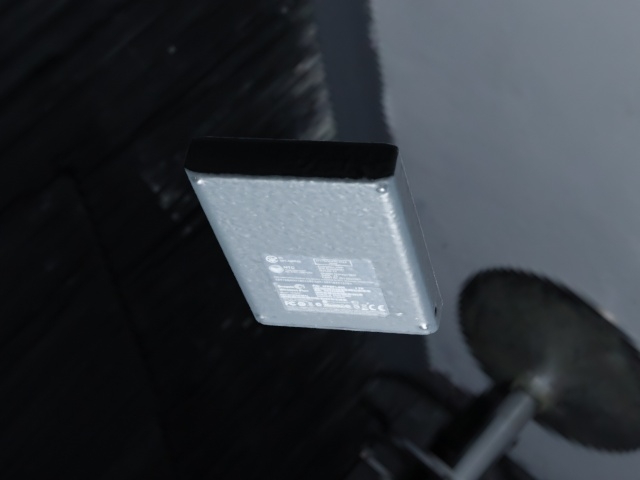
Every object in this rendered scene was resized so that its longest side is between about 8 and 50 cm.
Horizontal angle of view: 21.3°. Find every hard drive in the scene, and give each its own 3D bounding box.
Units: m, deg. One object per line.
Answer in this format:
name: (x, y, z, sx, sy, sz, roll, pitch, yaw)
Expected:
hard drive: (0.000, 0.000, 0.783, 0.094, 0.022, 0.135, 3, 149, 15)
